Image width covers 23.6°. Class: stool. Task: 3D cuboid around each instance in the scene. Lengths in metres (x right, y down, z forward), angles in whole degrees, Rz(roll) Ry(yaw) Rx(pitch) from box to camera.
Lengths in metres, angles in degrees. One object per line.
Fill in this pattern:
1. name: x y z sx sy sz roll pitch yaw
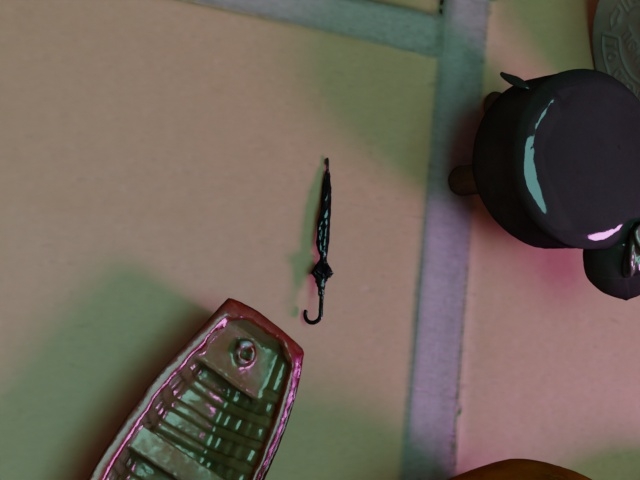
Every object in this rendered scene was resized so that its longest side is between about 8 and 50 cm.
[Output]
1. stool: 0.212 -0.047 1.376 0.153 0.139 0.228 -17 96 -26

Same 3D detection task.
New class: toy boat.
1. toy boat: -0.141 0.229 1.213 0.136 0.079 0.392 37 70 -22

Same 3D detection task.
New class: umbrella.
1. umbrella: 0.004 0.000 1.334 0.022 0.022 0.149 24 72 -62

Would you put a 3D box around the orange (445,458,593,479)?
1. orange: 0.171 0.314 1.281 0.261 0.261 0.261 2 86 -27

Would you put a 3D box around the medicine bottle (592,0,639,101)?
1. medicine bottle: 0.436 -0.207 1.490 0.318 0.158 0.158 -12 92 -27
